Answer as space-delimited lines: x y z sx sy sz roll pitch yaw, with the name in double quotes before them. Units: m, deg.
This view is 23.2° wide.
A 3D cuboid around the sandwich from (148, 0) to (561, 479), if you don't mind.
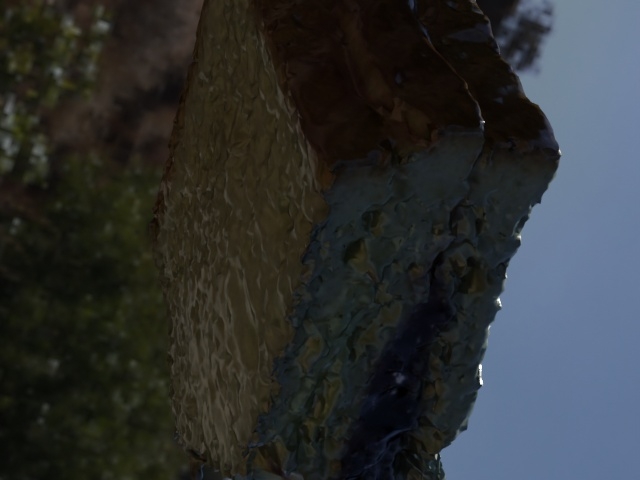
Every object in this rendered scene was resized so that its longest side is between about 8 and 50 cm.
"sandwich" -0.001 0.000 0.844 0.262 0.131 0.325 -111 -151 -47
